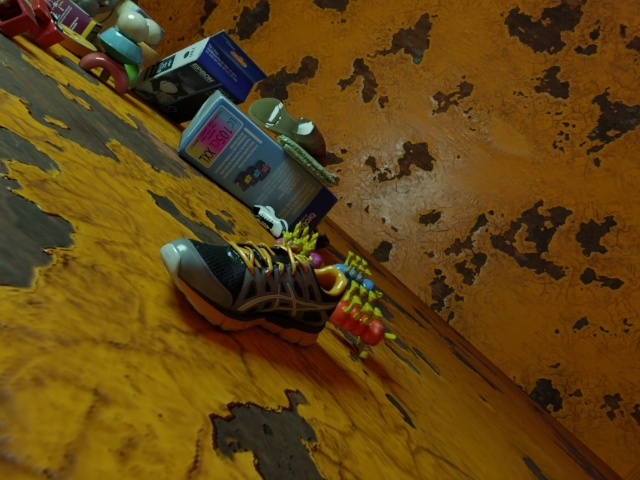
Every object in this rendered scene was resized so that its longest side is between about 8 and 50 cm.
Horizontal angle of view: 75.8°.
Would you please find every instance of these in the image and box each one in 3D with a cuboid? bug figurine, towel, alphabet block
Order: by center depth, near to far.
[{"bbox_3d":[0.014,0.062,0.641,0.216,0.072,0.279,34,11,-3],"label":"bug figurine"},{"bbox_3d":[-0.031,-0.172,0.876,0.148,0.027,0.110,40,8,-20],"label":"towel"},{"bbox_3d":[-0.685,-0.722,1.376,0.197,0.192,0.193,40,4,1],"label":"alphabet block"}]

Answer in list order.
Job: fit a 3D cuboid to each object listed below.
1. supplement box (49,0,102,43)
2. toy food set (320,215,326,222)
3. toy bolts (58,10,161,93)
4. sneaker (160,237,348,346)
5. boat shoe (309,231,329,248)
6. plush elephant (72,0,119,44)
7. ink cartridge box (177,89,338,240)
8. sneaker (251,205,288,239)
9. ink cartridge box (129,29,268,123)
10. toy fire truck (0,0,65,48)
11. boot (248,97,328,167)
[{"bbox_3d":[-0.633,-0.551,0.973,0.188,0.081,0.104,37,7,-29],"label":"supplement box"},{"bbox_3d":[-0.080,-0.126,1.228,0.218,0.128,0.071,32,-11,-28],"label":"toy food set"},{"bbox_3d":[-0.459,-0.451,0.906,0.218,0.158,0.228,30,14,-36],"label":"toy bolts"},{"bbox_3d":[-0.051,0.036,0.385,0.084,0.083,0.215,47,10,36],"label":"sneaker"},{"bbox_3d":[-0.002,0.001,1.129,0.133,0.049,0.042,-147,-145,-86],"label":"boat shoe"},{"bbox_3d":[-0.628,-0.694,1.090,0.255,0.330,0.272,53,-16,23],"label":"plush elephant"},{"bbox_3d":[-0.128,-0.162,0.985,0.395,0.151,0.270,37,9,-26],"label":"ink cartridge box"},{"bbox_3d":[-0.103,-0.036,0.817,0.044,0.040,0.109,12,22,-43],"label":"sneaker"},{"bbox_3d":[-0.313,-0.399,1.047,0.332,0.065,0.165,-6,-25,34],"label":"ink cartridge box"},{"bbox_3d":[-0.493,-0.396,0.677,0.192,0.047,0.135,63,-3,8],"label":"toy fire truck"},{"bbox_3d":[-0.072,-0.244,0.969,0.197,0.073,0.152,34,-8,23],"label":"boot"}]
